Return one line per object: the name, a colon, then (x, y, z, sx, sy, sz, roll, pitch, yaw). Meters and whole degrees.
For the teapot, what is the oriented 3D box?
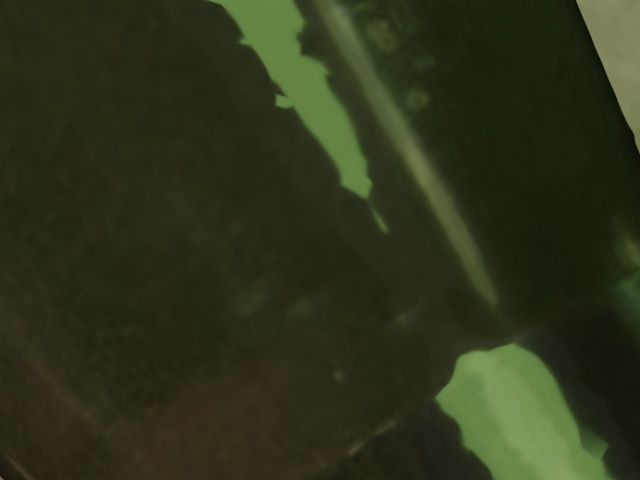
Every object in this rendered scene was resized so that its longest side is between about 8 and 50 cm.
teapot: (0.000, 0.000, 0.442, 0.344, 0.253, 0.300, 57, 28, 12)
